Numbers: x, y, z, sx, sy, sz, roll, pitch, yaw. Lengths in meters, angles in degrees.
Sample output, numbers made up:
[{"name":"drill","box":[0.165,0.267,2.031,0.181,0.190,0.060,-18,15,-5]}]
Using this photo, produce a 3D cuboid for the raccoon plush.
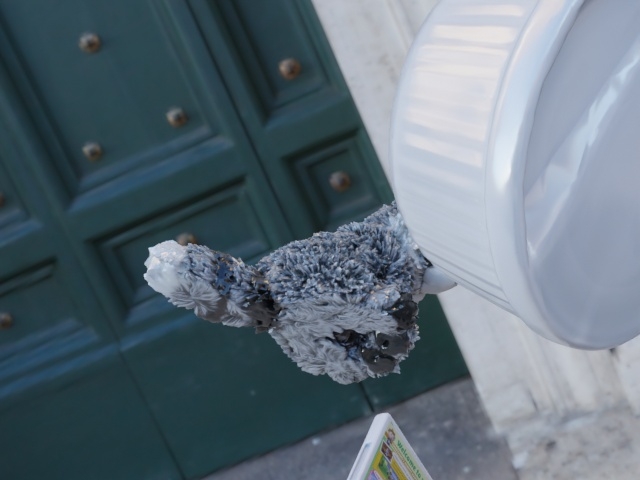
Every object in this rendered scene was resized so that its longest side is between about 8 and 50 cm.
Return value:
[{"name":"raccoon plush","box":[0.000,0.000,1.758,0.216,0.446,0.299,-45,24,44]}]

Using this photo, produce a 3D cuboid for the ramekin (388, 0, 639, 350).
[{"name":"ramekin","box":[0.161,-0.073,0.797,0.127,0.272,0.273,19,42,42]}]

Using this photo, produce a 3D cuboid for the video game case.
[{"name":"video game case","box":[0.092,0.344,1.410,0.023,0.212,0.193,-16,28,34]}]
